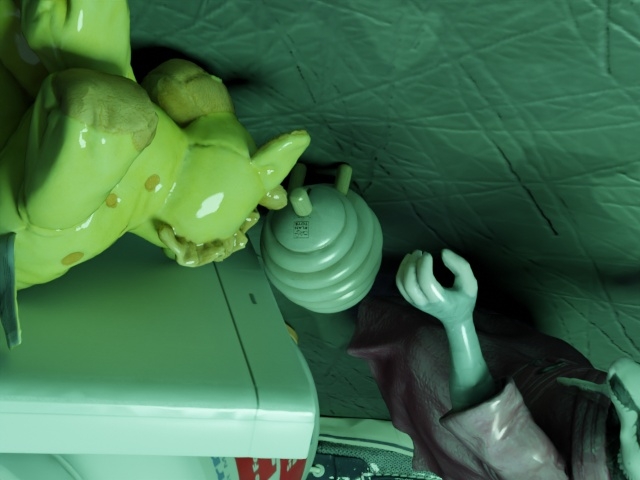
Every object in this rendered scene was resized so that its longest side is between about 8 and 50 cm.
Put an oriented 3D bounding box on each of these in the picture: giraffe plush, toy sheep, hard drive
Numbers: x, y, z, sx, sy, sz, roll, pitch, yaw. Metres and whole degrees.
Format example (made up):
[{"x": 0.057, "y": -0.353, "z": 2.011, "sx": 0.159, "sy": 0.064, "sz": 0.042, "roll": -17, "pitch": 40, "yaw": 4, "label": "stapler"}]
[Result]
[{"x": -0.103, "y": -0.050, "z": 0.662, "sx": 0.170, "sy": 0.210, "sz": 0.181, "roll": -1, "pitch": -178, "yaw": -39, "label": "giraffe plush"}, {"x": 0.000, "y": 0.000, "z": 0.776, "sx": 0.091, "sy": 0.091, "sz": 0.132, "roll": 1, "pitch": 151, "yaw": 22, "label": "toy sheep"}, {"x": -0.199, "y": 0.042, "z": 0.684, "sx": 0.352, "sy": 0.233, "sz": 0.047, "roll": 4, "pitch": 115, "yaw": -17, "label": "hard drive"}]

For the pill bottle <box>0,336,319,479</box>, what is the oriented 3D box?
[{"x": -0.155, "y": 0.167, "z": 0.812, "sx": 0.229, "sy": 0.229, "sz": 0.407, "roll": 5, "pitch": -172, "yaw": 14, "label": "pill bottle"}]

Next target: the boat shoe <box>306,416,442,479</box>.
[{"x": 0.006, "y": 0.271, "z": 1.217, "sx": 0.340, "sy": 0.158, "sz": 0.127, "roll": 6, "pitch": 153, "yaw": 12, "label": "boat shoe"}]

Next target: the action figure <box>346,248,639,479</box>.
[{"x": 0.140, "y": 0.132, "z": 0.754, "sx": 0.248, "sy": 0.276, "sz": 0.370, "roll": 1, "pitch": -176, "yaw": -15, "label": "action figure"}]

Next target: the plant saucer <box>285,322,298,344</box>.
[{"x": -0.060, "y": 0.080, "z": 1.038, "sx": 0.083, "sy": 0.013, "sz": 0.083, "roll": 11, "pitch": 154, "yaw": 5, "label": "plant saucer"}]
